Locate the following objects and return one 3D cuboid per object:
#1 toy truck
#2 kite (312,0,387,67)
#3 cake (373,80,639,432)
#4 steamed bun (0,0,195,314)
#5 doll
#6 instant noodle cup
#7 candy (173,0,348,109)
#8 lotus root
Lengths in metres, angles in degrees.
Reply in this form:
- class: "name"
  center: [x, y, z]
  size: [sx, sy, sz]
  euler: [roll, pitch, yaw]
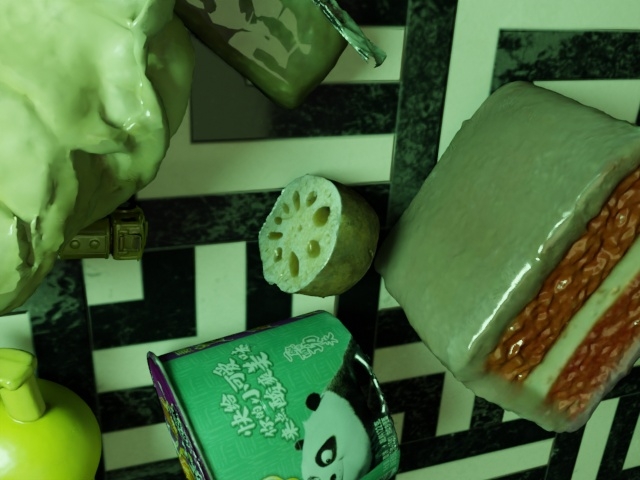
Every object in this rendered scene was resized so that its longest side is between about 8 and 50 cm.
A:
- class: "toy truck"
  center: [-0.205, -0.007, 0.611]
  size: [0.083, 0.054, 0.049]
  euler: [-1, 114, -22]
- class: "kite"
  center: [-0.063, -0.240, 0.448]
  size: [0.314, 0.335, 0.011]
  euler: [44, 130, -6]
- class: "cake"
  center: [0.237, 0.015, 0.693]
  size: [0.237, 0.230, 0.309]
  euler: [29, 101, -28]
- class: "steamed bun"
  center: [-0.284, -0.108, 0.431]
  size: [0.372, 0.230, 0.325]
  euler: [-38, 121, -3]
- class: "doll"
  center: [-0.299, 0.243, 0.659]
  size: [0.199, 0.145, 0.363]
  euler: [12, 126, 16]
- class: "instant noodle cup"
  center: [-0.046, 0.196, 0.670]
  size: [0.190, 0.251, 0.251]
  euler: [-20, 120, -21]
- class: "candy"
  center: [-0.079, -0.214, 0.537]
  size: [0.234, 0.102, 0.104]
  euler: [36, 98, -28]
- class: "lotus root"
  center: [0.001, 0.001, 0.662]
  size: [0.081, 0.112, 0.122]
  euler: [27, 101, -35]
